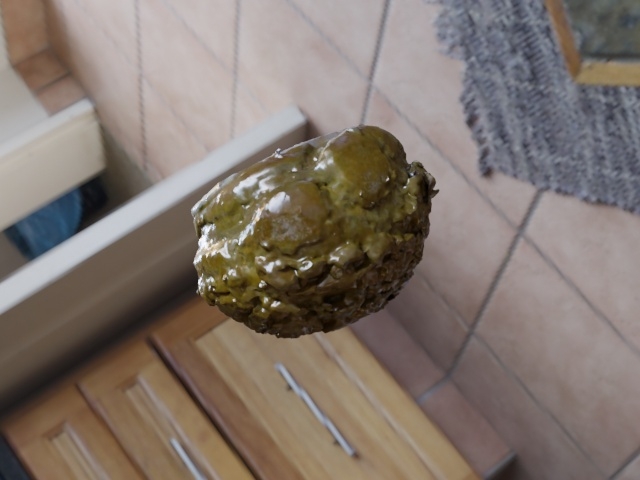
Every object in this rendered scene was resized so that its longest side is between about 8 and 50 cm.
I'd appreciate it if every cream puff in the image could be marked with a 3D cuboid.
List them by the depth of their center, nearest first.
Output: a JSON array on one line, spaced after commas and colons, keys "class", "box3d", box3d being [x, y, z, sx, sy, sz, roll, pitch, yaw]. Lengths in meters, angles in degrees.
[{"class": "cream puff", "box3d": [0.000, 0.000, 0.711, 0.115, 0.165, 0.150, 60, -171, 7]}]
